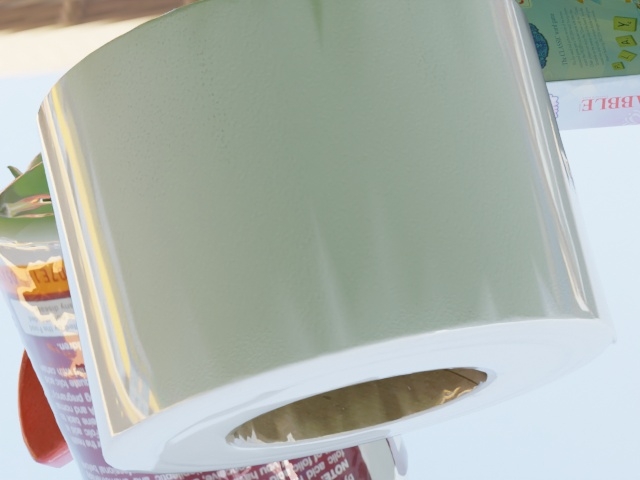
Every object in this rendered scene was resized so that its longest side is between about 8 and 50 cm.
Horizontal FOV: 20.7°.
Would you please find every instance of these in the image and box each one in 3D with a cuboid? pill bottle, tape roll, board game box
[{"bbox_3d":[-0.070,0.118,1.243,0.224,0.392,0.224,-18,-163,6],"label":"pill bottle"},{"bbox_3d":[0.000,0.000,0.830,0.246,0.169,0.246,-12,164,-3],"label":"tape roll"},{"bbox_3d":[0.308,-0.237,1.761,0.318,0.066,0.318,-4,-138,-1],"label":"board game box"}]

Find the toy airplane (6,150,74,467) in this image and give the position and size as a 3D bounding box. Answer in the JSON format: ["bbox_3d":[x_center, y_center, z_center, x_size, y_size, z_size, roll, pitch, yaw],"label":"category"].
[{"bbox_3d":[-0.135,-0.021,1.559,0.272,0.386,0.384,31,-138,11],"label":"toy airplane"}]
